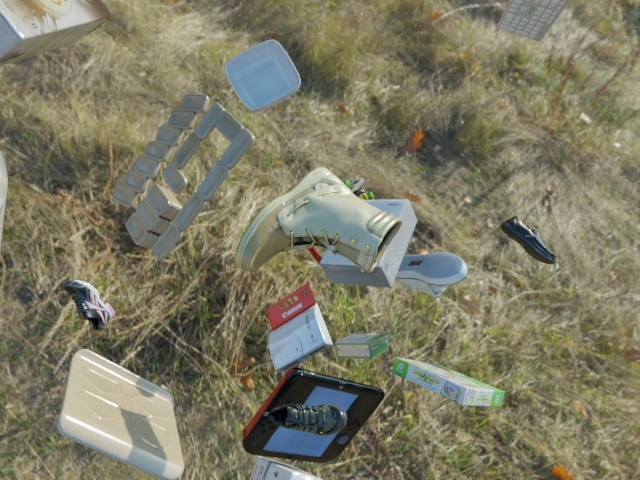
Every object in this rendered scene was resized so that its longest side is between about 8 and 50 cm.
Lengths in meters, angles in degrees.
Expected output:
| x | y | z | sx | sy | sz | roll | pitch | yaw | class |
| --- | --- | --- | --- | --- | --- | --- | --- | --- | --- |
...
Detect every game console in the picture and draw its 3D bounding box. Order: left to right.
| x | y | z | sx | sy | sz | roll | pitch | yaw | class |
| --- | --- | --- | --- | --- | --- | --- | --- | --- | --- |
| -0.023 | 0.565 | 1.629 | 0.387 | 0.342 | 0.060 | 23 | 23 | -33 | game console |

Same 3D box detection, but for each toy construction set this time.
| x | y | z | sx | sy | sz | roll | pitch | yaw | class |
| --- | --- | --- | --- | --- | --- | --- | --- | --- | --- |
| 0.066 | -0.080 | 1.722 | 0.309 | 0.237 | 0.257 | -37 | 32 | -1 | toy construction set |

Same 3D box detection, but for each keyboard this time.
| x | y | z | sx | sy | sz | roll | pitch | yaw | class |
| --- | --- | --- | --- | --- | --- | --- | --- | --- | --- |
| 0.305 | -0.342 | 0.687 | 0.072 | 0.256 | 0.014 | 16 | 84 | 5 | keyboard |

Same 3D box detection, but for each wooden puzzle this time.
| x | y | z | sx | sy | sz | roll | pitch | yaw | class |
| --- | --- | --- | --- | --- | --- | --- | --- | --- | --- |
| -0.512 | 0.450 | 1.317 | 0.322 | 0.080 | 0.348 | 38 | 2 | -24 | wooden puzzle |

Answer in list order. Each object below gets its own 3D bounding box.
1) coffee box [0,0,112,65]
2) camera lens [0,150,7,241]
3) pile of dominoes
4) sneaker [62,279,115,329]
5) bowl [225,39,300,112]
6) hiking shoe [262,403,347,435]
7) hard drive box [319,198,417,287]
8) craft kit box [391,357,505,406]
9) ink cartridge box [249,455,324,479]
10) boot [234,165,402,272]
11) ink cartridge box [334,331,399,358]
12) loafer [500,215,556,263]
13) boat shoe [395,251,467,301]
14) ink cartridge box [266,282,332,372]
| x | y | z | sx | sy | sz | roll | pitch | yaw | class |
| --- | --- | --- | --- | --- | --- | --- | --- | --- | --- |
| -0.440 | -0.353 | 0.753 | 0.098 | 0.141 | 0.246 | -24 | 24 | 20 | coffee box |
| -0.489 | -0.022 | 0.585 | 0.220 | 0.274 | 0.219 | 18 | 53 | -25 | camera lens |
| -0.215 | -0.103 | 0.806 | 0.196 | 0.251 | 0.040 | 48 | 13 | 35 | pile of dominoes |
| -0.666 | 0.187 | 1.473 | 0.072 | 0.178 | 0.077 | -17 | 36 | 28 | sneaker |
| -0.127 | -0.359 | 1.150 | 0.142 | 0.053 | 0.142 | -29 | 79 | -4 | bowl |
| -0.042 | 0.489 | 1.403 | 0.227 | 0.114 | 0.086 | -10 | 71 | 27 | hiking shoe |
| 0.130 | 0.002 | 1.358 | 0.181 | 0.089 | 0.232 | 3 | 51 | 35 | hard drive box |
| 0.385 | 0.428 | 1.553 | 0.247 | 0.060 | 0.250 | 18 | -1 | 45 | craft kit box |
| -0.108 | 0.700 | 1.346 | 0.117 | 0.283 | 0.207 | 25 | 68 | -18 | ink cartridge box |
| 0.000 | 0.000 | 0.907 | 0.204 | 0.095 | 0.262 | 35 | 58 | 18 | boot |
| 0.165 | 0.366 | 1.791 | 0.109 | 0.209 | 0.062 | -14 | 92 | -50 | ink cartridge box |
| 0.729 | -0.006 | 1.775 | 0.220 | 0.080 | 0.078 | 43 | 90 | 9 | loafer |
| 0.398 | 0.143 | 1.830 | 0.136 | 0.367 | 0.156 | -48 | 111 | -25 | boat shoe |
| -0.085 | 0.264 | 1.604 | 0.189 | 0.066 | 0.232 | -34 | 59 | 17 | ink cartridge box |
